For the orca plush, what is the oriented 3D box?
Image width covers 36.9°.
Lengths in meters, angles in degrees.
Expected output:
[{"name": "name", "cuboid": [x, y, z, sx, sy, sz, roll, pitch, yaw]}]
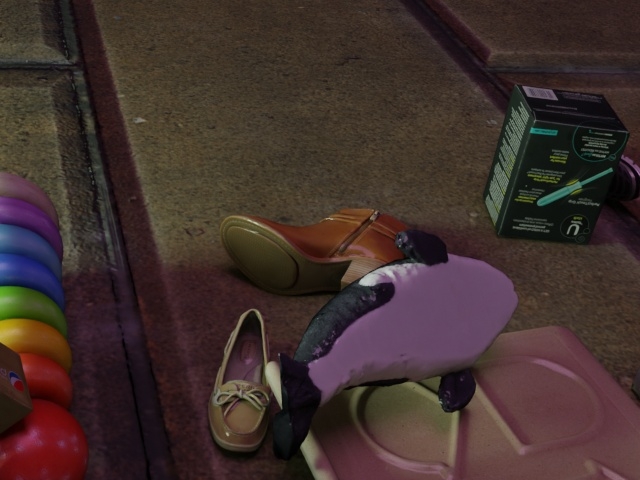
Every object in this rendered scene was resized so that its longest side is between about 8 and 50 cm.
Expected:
[{"name": "orca plush", "cuboid": [0.047, 0.091, 0.800, 0.102, 0.151, 0.287, -19, 14, 47]}]

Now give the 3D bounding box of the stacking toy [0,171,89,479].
[{"name": "stacking toy", "cuboid": [-0.264, 0.085, 0.810, 0.141, 0.141, 0.330, -7, 41, -24]}]

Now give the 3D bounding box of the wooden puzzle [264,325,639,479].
[{"name": "wooden puzzle", "cuboid": [0.155, 0.208, 0.783, 0.347, 0.081, 0.322, -2, 35, -25]}]

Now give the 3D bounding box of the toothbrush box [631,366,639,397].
[{"name": "toothbrush box", "cuboid": [0.480, 0.151, 0.902, 0.283, 0.122, 0.206, -4, 36, -18]}]

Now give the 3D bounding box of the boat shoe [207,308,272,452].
[{"name": "boat shoe", "cuboid": [-0.069, 0.125, 0.865, 0.056, 0.048, 0.153, 9, 33, -1]}]

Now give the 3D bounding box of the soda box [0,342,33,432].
[{"name": "soda box", "cuboid": [-0.300, 0.139, 0.684, 0.181, 0.061, 0.058, -35, 49, 3]}]

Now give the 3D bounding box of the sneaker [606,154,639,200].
[{"name": "sneaker", "cuboid": [0.350, -0.093, 1.286, 0.074, 0.063, 0.170, -20, 39, -37]}]

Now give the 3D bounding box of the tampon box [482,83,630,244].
[{"name": "tampon box", "cuboid": [0.284, -0.092, 1.177, 0.120, 0.161, 0.101, 6, 33, -8]}]

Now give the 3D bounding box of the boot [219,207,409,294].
[{"name": "boot", "cuboid": [0.000, 0.000, 1.053, 0.197, 0.073, 0.152, 27, 37, 4]}]
